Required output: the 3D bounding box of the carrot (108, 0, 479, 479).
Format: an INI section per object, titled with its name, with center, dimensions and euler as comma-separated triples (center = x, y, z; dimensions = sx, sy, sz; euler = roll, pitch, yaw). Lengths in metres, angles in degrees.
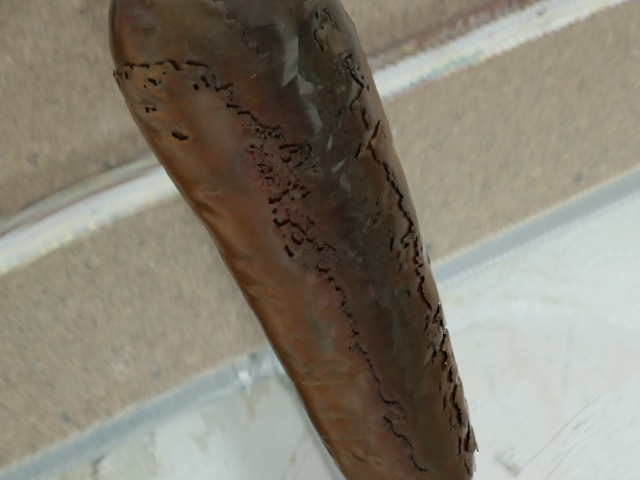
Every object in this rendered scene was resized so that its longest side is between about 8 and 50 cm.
[carrot]
center = 0.000, 0.000, 0.447
dimensions = 0.055, 0.055, 0.161
euler = -29, -62, -7
